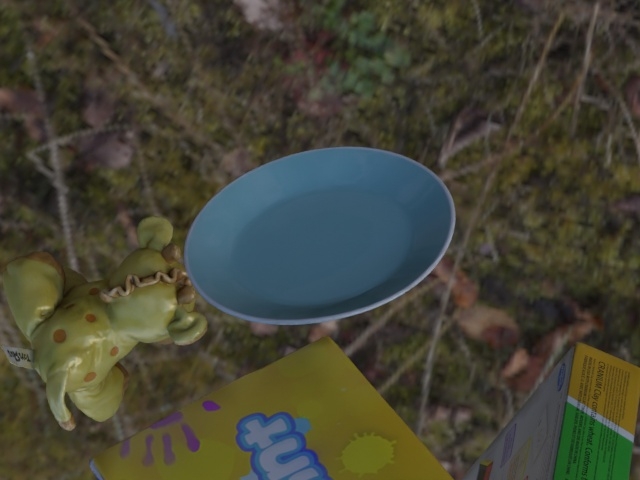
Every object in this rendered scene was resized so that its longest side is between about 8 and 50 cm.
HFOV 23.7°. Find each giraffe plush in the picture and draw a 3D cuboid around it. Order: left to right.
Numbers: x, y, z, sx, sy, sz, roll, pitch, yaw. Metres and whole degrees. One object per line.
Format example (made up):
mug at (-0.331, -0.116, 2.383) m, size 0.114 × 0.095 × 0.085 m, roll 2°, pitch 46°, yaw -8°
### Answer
giraffe plush at (-0.192, 0.066, 1.448) m, size 0.171 × 0.210 × 0.181 m, roll -28°, pitch 92°, yaw 6°

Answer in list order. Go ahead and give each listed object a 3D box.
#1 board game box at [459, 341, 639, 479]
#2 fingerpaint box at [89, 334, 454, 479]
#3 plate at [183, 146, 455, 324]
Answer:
board game box at (0.163, 0.268, 1.305) m, size 0.064 × 0.242 × 0.316 m, roll 22°, pitch 141°, yaw -5°
fingerpaint box at (0.078, 0.324, 0.779) m, size 0.163 × 0.445 × 0.371 m, roll -27°, pitch 127°, yaw -14°
plate at (0.000, 0.000, 1.044) m, size 0.188 × 0.188 × 0.024 m, roll 2°, pitch 131°, yaw 16°
